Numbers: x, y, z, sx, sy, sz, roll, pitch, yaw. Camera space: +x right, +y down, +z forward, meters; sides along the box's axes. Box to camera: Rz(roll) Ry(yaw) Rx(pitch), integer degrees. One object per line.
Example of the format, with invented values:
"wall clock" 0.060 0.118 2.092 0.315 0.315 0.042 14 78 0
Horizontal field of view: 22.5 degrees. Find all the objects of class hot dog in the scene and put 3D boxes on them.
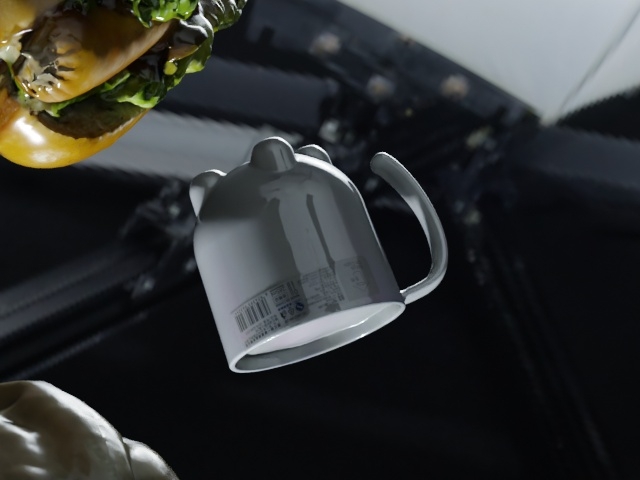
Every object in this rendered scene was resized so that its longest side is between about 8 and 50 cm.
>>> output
"hot dog" -0.089 -0.137 0.820 0.100 0.135 0.337 13 -149 6

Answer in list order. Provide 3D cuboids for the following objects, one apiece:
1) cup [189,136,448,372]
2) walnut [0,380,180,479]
"cup" -0.006 -0.001 1.168 0.134 0.173 0.142 34 -145 -73
"walnut" -0.178 0.200 0.883 0.248 0.248 0.248 17 -142 -14
